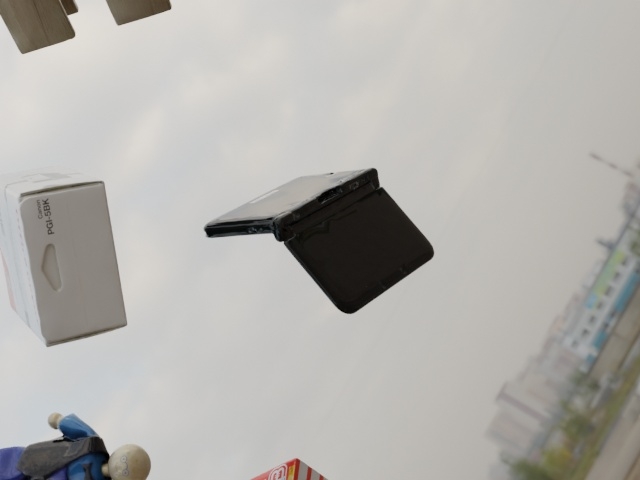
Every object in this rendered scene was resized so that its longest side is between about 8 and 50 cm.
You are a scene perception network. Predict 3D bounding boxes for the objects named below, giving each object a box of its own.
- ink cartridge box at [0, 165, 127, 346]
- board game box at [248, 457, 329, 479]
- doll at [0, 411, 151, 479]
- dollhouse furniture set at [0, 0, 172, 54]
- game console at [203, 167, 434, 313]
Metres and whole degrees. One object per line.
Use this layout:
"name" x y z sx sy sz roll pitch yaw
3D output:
"ink cartridge box" -0.176 0.006 0.809 0.056 0.135 0.099 -12 -78 -21
"board game box" -0.038 0.231 0.820 0.193 0.147 0.045 -31 33 31
"doll" -0.237 0.215 1.063 0.046 0.189 0.129 58 -161 -70
"dollhouse furniture set" -0.242 -0.259 0.906 0.212 0.242 0.161 -98 -10 -50
"game console" 0.000 0.000 0.838 0.122 0.107 0.071 -30 -70 -51
